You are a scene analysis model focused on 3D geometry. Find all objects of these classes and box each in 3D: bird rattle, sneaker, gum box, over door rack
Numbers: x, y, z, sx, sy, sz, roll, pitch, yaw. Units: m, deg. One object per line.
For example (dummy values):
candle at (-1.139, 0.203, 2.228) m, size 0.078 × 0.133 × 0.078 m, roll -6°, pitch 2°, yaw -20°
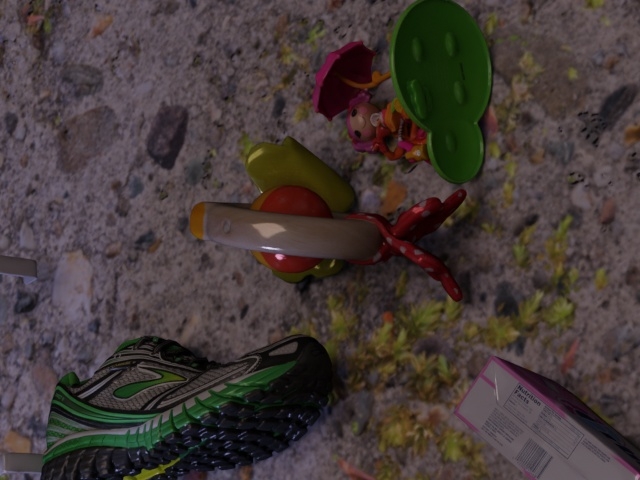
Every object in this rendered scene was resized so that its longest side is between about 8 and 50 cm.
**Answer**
bird rattle at (0.000, 0.000, 1.767) m, size 0.253 × 0.207 × 0.143 m, roll 24°, pitch 109°, yaw 47°
sneaker at (-0.140, 0.145, 1.854) m, size 0.343 × 0.134 × 0.146 m, roll -19°, pitch 65°, yaw 31°
gum box at (0.207, 0.174, 1.610) m, size 0.188 × 0.107 × 0.062 m, roll 40°, pitch 100°, yaw 37°
over door rack at (-0.428, 0.168, 2.051) m, size 0.324 × 0.108 × 0.240 m, roll -24°, pitch 63°, yaw 36°

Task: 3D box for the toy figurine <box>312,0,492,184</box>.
toy figurine at (0.065, -0.130, 1.827) m, size 0.159 × 0.130 × 0.173 m, roll -7°, pitch 96°, yaw 48°
